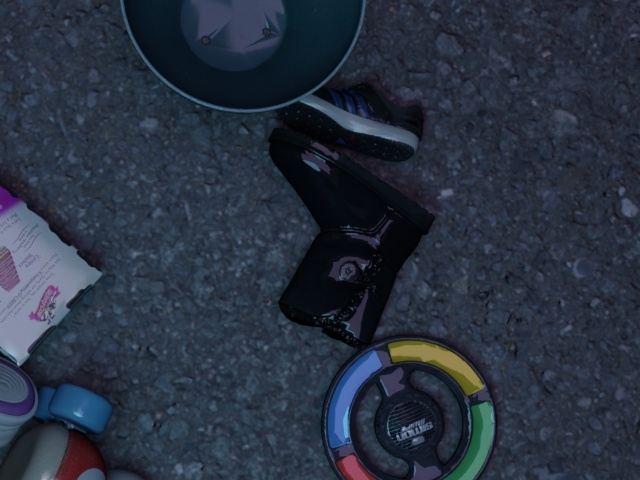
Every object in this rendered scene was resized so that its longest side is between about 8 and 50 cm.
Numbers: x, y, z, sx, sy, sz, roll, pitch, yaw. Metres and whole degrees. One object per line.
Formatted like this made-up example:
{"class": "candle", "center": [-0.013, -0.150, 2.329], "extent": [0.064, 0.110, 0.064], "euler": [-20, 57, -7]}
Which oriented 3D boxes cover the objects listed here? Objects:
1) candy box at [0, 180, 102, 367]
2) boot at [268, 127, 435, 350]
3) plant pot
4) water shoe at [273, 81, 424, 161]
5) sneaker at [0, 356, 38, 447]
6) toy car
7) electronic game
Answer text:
{"class": "candy box", "center": [-0.407, 0.023, 1.898], "extent": [0.233, 0.071, 0.159], "euler": [43, 76, -7]}
{"class": "boot", "center": [0.000, 0.000, 1.952], "extent": [0.246, 0.094, 0.207], "euler": [32, 80, -11]}
{"class": "plant pot", "center": [-0.100, -0.291, 1.902], "extent": [0.290, 0.195, 0.290], "euler": [0, 88, -7]}
{"class": "water shoe", "center": [0.034, -0.166, 1.988], "extent": [0.203, 0.073, 0.080], "euler": [22, 59, -5]}
{"class": "sneaker", "center": [-0.496, 0.171, 1.834], "extent": [0.305, 0.114, 0.152], "euler": [29, 129, -10]}
{"class": "toy car", "center": [-0.267, 0.320, 1.865], "extent": [0.238, 0.210, 0.219], "euler": [28, 73, -17]}
{"class": "electronic game", "center": [0.114, 0.235, 1.979], "extent": [0.229, 0.048, 0.229], "euler": [0, 87, -7]}
